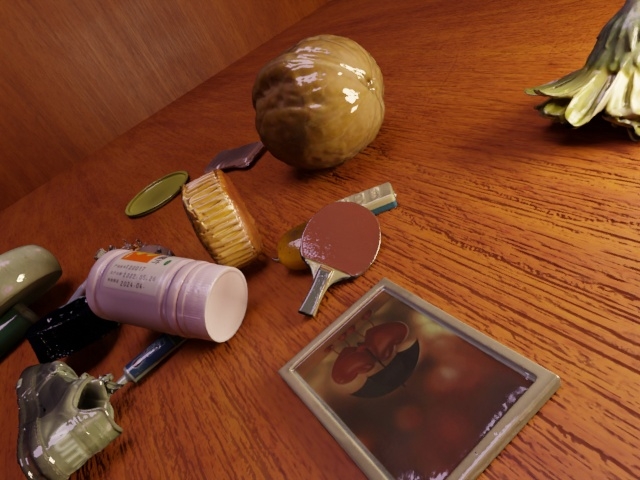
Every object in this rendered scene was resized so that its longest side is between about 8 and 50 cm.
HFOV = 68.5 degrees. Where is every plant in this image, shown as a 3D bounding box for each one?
[{"bbox_3d":[0.510,-0.284,0.717,0.305,0.297,0.261,-23,60,-19],"label":"plant"}]

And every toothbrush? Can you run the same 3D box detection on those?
[{"bbox_3d":[-0.604,0.135,1.166,0.025,0.030,0.342,-23,34,20],"label":"toothbrush"}]

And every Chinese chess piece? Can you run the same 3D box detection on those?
[{"bbox_3d":[-0.786,0.117,1.186,0.250,0.101,0.250,-41,5,4],"label":"Chinese chess piece"}]

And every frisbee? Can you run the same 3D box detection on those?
[{"bbox_3d":[-0.527,-0.151,1.519,0.236,0.017,0.236,-20,33,14],"label":"frisbee"}]

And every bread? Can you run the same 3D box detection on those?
[{"bbox_3d":[-0.186,-0.039,0.921,0.104,0.199,0.199,-27,31,-2],"label":"bread"}]

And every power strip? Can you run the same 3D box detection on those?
[{"bbox_3d":[0.085,-0.069,0.895,0.123,0.032,0.056,-20,34,14],"label":"power strip"}]

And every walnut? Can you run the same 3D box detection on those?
[{"bbox_3d":[-0.009,-0.313,1.086,0.332,0.333,0.333,-21,33,14],"label":"walnut"}]

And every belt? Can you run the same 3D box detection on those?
[{"bbox_3d":[-0.489,0.166,0.946,0.151,0.078,0.198,-18,14,6],"label":"belt"}]

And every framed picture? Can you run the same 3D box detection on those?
[{"bbox_3d":[0.094,0.166,0.571,0.211,0.020,0.289,-39,33,-14],"label":"framed picture"}]

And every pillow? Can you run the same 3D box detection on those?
[{"bbox_3d":[-0.262,-0.253,1.437,0.211,0.034,0.135,-5,43,37],"label":"pillow"}]

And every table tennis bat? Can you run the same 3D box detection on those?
[{"bbox_3d":[0.022,0.027,0.775,0.130,0.019,0.220,20,64,13],"label":"table tennis bat"}]

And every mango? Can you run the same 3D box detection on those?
[{"bbox_3d":[0.000,0.000,0.843,0.187,0.066,0.101,-18,33,3],"label":"mango"}]

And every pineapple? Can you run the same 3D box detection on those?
[{"bbox_3d":[-0.421,0.058,1.078,0.137,0.116,0.069,9,2,-13],"label":"pineapple"}]

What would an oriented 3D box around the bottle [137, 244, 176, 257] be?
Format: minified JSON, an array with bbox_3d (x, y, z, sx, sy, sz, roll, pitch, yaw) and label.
[{"bbox_3d":[-0.349,0.090,0.972,0.099,0.099,0.152,-23,41,11],"label":"bottle"}]

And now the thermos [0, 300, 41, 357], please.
[{"bbox_3d":[-0.767,0.236,1.115,0.083,0.073,0.188,5,46,41],"label":"thermos"}]

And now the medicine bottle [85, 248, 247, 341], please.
[{"bbox_3d":[-0.263,0.092,0.806,0.249,0.133,0.133,7,45,24],"label":"medicine bottle"}]

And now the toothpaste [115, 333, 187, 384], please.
[{"bbox_3d":[-0.276,0.186,0.827,0.057,0.035,0.197,25,57,41],"label":"toothpaste"}]

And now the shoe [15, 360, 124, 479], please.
[{"bbox_3d":[-0.393,0.261,0.761,0.149,0.109,0.293,-29,28,-19],"label":"shoe"}]
